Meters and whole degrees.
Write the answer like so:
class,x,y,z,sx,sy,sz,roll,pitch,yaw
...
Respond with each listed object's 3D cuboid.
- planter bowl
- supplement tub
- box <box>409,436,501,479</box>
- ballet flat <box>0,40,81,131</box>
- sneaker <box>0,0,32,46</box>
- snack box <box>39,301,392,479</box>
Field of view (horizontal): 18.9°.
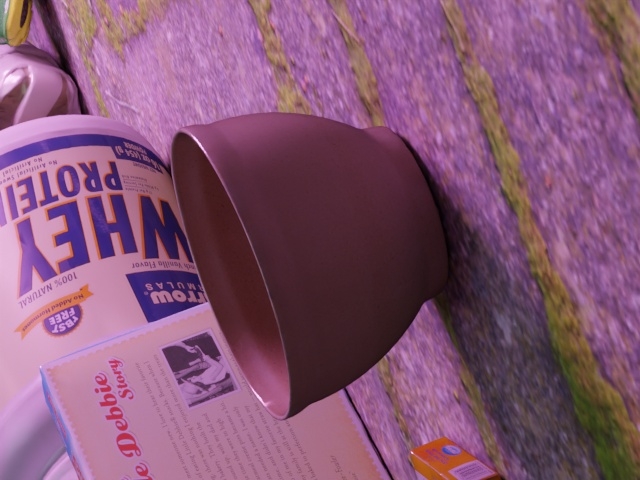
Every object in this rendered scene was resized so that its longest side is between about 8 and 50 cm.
class,x,y,z,sx,sy,sz,roll,pitch,yaw
planter bowl,0.000,0.000,1.017,0.162,0.109,0.162,159,90,-76
supplement tub,-0.181,0.086,1.548,0.235,0.235,0.325,90,155,-54
box,0.093,0.186,1.093,0.081,0.028,0.136,28,139,69
ballet flat,-0.285,-0.094,1.920,0.139,0.139,0.400,91,167,-54
sneaker,-0.375,-0.306,1.965,0.109,0.123,0.295,96,150,-59
snack box,-0.045,0.189,1.284,0.060,0.187,0.322,92,155,-56
